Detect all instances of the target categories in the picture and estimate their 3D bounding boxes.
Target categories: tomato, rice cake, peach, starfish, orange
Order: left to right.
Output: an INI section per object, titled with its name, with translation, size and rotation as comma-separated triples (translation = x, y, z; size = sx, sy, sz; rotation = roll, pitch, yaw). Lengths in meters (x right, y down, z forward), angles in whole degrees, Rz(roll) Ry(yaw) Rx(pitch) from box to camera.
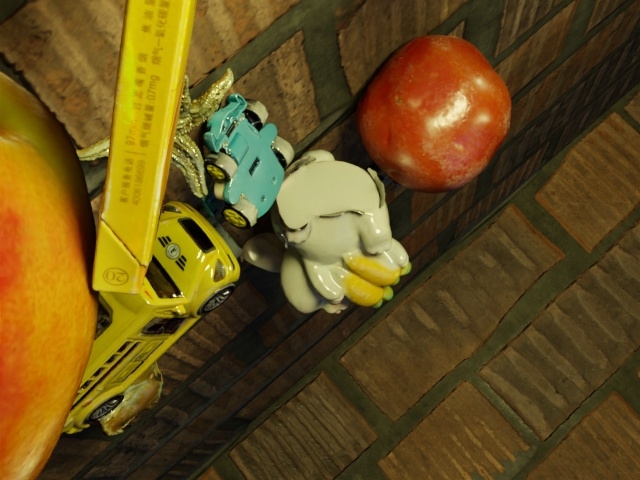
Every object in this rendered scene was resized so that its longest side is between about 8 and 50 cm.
[peach]
translation = -0.300, 0.067, 0.666
size = 0.380, 0.306, 0.242
rotation = -53, 155, 20
[orange]
translation = -0.319, 0.219, 1.383
size = 0.160, 0.112, 0.170
rotation = 19, 95, -61
[starfish]
translation = -0.181, -0.105, 0.943
size = 0.175, 0.053, 0.208
rotation = -13, 141, -43
[rice cake]
translation = -0.180, 0.022, 1.320
size = 0.124, 0.038, 0.211
rotation = -39, 166, 1
[tomato]
translation = 0.160, -0.181, 1.289
size = 0.188, 0.232, 0.232
rotation = 12, 128, -45

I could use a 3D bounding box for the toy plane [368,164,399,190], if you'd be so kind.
[toy plane]
translation = 0.151, -0.155, 1.648
size = 0.197, 0.053, 0.078
rotation = -41, 157, 13

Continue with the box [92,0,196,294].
[box]
translation = -0.111, -0.109, 0.578
size = 0.152, 0.043, 0.269
rotation = -92, -165, -47

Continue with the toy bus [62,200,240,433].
[toy bus]
translation = -0.264, 0.100, 1.121
size = 0.331, 0.145, 0.151
rotation = -44, 163, 12

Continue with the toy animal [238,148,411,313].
[toy animal]
translation = 0.001, 0.006, 1.386
size = 0.182, 0.247, 0.310
rotation = -34, 157, -19

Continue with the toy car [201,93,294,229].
[toy car]
translation = -0.115, -0.101, 1.089
size = 0.126, 0.098, 0.161
rotation = -64, 145, -26
